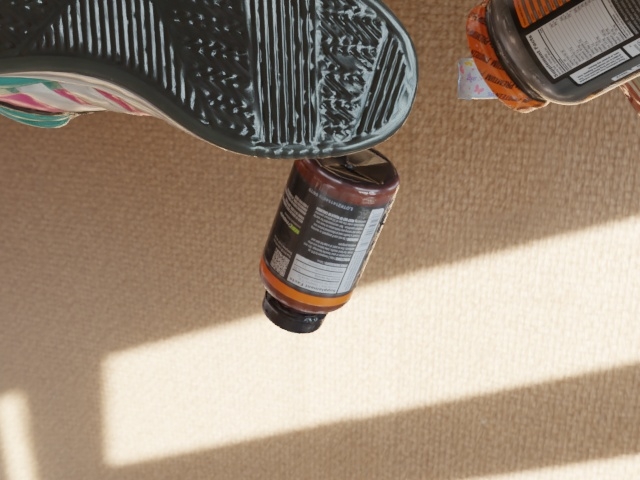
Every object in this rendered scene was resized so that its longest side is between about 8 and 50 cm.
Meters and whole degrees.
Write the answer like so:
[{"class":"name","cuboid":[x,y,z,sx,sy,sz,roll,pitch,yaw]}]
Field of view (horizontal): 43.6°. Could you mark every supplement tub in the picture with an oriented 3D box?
[{"class":"supplement tub","cuboid":[0.202,-0.169,0.549,0.190,0.117,0.117,-26,100,43]},{"class":"supplement tub","cuboid":[0.000,0.000,0.806,0.106,0.106,0.198,27,123,8]}]

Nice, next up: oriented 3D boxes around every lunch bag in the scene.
[{"class":"lunch bag","cuboid":[0.276,-0.278,1.372,0.083,0.053,0.071,-2,98,-3]}]

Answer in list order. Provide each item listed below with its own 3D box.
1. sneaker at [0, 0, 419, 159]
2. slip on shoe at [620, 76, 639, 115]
[{"class":"sneaker","cuboid":[-0.105,-0.111,0.449,0.295,0.178,0.124,11,99,-11]},{"class":"slip on shoe","cuboid":[0.554,-0.298,1.383,0.123,0.331,0.101,-20,145,1]}]
